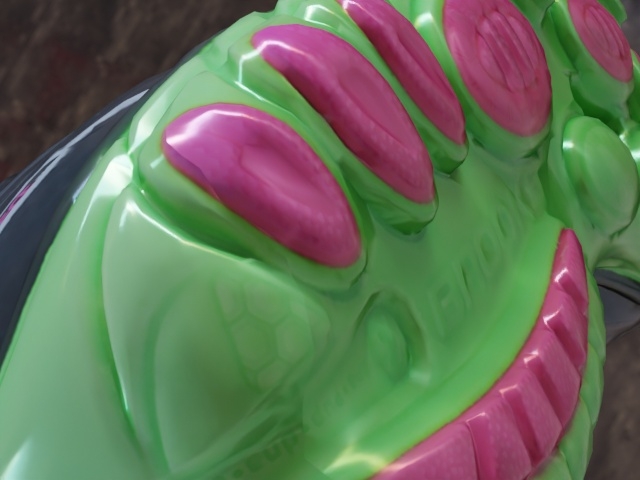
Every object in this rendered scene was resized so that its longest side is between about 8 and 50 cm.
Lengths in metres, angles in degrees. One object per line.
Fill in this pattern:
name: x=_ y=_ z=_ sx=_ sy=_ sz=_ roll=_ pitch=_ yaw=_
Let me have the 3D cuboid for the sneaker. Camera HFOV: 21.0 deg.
sneaker: x=0.000 y=0.000 z=0.550 sx=0.202 sy=0.185 sz=0.483 roll=-25 pitch=1 yaw=24
